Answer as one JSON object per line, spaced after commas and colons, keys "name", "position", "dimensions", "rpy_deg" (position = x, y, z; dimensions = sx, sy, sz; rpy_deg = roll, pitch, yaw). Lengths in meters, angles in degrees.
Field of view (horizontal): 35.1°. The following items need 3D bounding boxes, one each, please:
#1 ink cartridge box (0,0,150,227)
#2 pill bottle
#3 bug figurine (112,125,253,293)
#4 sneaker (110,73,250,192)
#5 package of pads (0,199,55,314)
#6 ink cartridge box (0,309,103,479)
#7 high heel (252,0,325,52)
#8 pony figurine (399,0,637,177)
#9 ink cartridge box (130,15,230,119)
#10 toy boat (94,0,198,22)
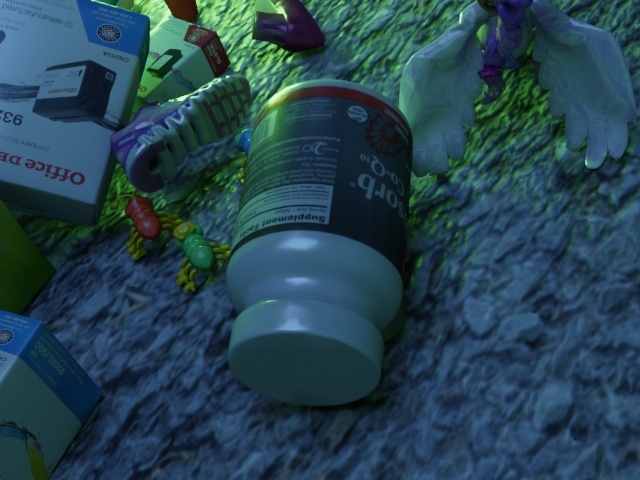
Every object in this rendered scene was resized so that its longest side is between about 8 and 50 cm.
{"name": "ink cartridge box", "position": [-0.397, -0.201, 1.489], "dimensions": [0.223, 0.129, 0.307], "rpy_deg": [15, 73, -8]}
{"name": "pill bottle", "position": [0.000, 0.000, 1.220], "dimensions": [0.210, 0.210, 0.362], "rpy_deg": [-5, 53, 17]}
{"name": "bug figurine", "position": [-0.148, -0.054, 1.423], "dimensions": [0.279, 0.072, 0.216], "rpy_deg": [-33, 47, -9]}
{"name": "sneaker", "position": [-0.205, -0.170, 1.441], "dimensions": [0.236, 0.095, 0.105], "rpy_deg": [-40, 48, -24]}
{"name": "package of pads", "position": [-0.520, 0.067, 1.352], "dimensions": [0.101, 0.229, 0.296], "rpy_deg": [14, 56, 30]}
{"name": "ink cartridge box", "position": [-0.421, 0.218, 1.222], "dimensions": [0.171, 0.168, 0.232], "rpy_deg": [12, 56, 28]}
{"name": "high heel", "position": [-0.050, -0.396, 1.702], "dimensions": [0.117, 0.082, 0.244], "rpy_deg": [9, 35, -8]}
{"name": "pony figurine", "position": [0.238, -0.282, 1.331], "dimensions": [0.303, 0.350, 0.363], "rpy_deg": [-8, 29, 10]}
{"name": "ink cartridge box", "position": [-0.256, -0.276, 1.660], "dimensions": [0.127, 0.072, 0.175], "rpy_deg": [25, 62, 35]}
{"name": "toy boat", "position": [-0.377, -0.444, 1.802], "dimensions": [0.318, 0.148, 0.267], "rpy_deg": [-4, 48, 18]}
